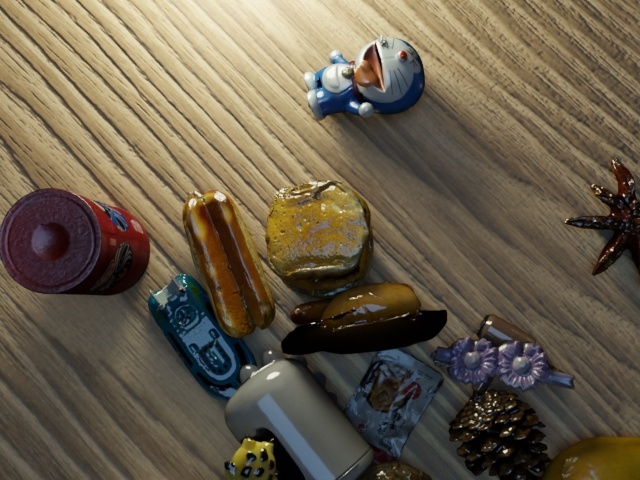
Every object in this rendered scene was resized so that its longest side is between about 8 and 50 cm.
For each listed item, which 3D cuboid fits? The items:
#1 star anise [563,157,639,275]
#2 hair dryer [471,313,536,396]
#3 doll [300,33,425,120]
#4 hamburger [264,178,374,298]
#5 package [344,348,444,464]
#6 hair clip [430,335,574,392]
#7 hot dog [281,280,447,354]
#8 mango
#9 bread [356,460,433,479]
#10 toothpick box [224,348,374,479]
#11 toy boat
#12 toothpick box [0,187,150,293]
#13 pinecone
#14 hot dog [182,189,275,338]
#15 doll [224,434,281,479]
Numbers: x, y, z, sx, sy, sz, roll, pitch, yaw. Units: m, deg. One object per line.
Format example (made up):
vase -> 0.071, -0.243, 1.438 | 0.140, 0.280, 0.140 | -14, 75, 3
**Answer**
star anise -> 0.649, -0.043, 1.886 | 0.288, 0.088, 0.288 | -1, 84, 7
hair dryer -> 0.357, 0.255, 1.908 | 0.117, 0.064, 0.182 | 30, 95, 7
doll -> 0.090, -0.341, 1.926 | 0.256, 0.161, 0.215 | -15, 59, 7
hamburger -> 0.000, 0.000, 1.909 | 0.244, 0.163, 0.245 | -2, 80, 11
package -> 0.143, 0.349, 1.929 | 0.154, 0.030, 0.239 | 30, 94, 18
hair clip -> 0.366, 0.250, 1.848 | 0.292, 0.084, 0.106 | 7, 81, 15
hot dog -> 0.083, 0.145, 1.879 | 0.325, 0.194, 0.107 | 1, 56, -15
mango -> 0.573, 0.484, 1.847 | 0.316, 0.119, 0.177 | -19, 82, -5
bread -> 0.141, 0.566, 1.851 | 0.229, 0.123, 0.230 | -1, 98, -8
toothpick box -> -0.052, 0.375, 1.867 | 0.229, 0.229, 0.316 | -39, 82, 2
toy boat -> -0.254, 0.213, 1.952 | 0.134, 0.092, 0.299 | -38, 83, -2
toothpick box -> -0.489, 0.012, 1.864 | 0.204, 0.333, 0.204 | 0, 86, 4
pinecone -> 0.364, 0.404, 1.840 | 0.179, 0.184, 0.205 | -33, 108, -3
hot dog -> -0.201, 0.041, 1.954 | 0.135, 0.100, 0.337 | -22, 85, -5
doll -> -0.142, 0.515, 1.719 | 0.117, 0.086, 0.291 | 14, 78, -19
